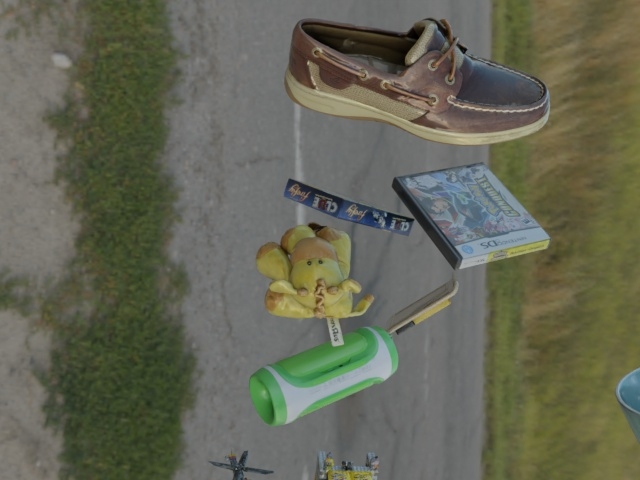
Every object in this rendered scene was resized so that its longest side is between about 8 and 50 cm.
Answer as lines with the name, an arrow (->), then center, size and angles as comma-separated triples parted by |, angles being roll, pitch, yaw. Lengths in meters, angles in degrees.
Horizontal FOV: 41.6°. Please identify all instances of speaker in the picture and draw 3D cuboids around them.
speaker -> 0.010, 0.271, 1.714 | 0.297, 0.131, 0.131 | -18, 117, -28

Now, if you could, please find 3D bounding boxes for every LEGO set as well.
LEGO set -> -0.027, 0.442, 1.317 | 0.255, 0.331, 0.192 | -81, 178, -66

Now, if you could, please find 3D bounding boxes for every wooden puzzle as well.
wooden puzzle -> 0.262, 0.176, 2.166 | 0.044, 0.239, 0.221 | 53, 9, 1

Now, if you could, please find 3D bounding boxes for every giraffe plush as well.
giraffe plush -> -0.013, 0.061, 1.340 | 0.210, 0.181, 0.170 | 60, -3, 13

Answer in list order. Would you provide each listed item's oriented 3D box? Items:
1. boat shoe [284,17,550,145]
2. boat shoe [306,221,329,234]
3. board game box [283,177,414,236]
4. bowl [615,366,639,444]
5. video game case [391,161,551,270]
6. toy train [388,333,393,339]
boat shoe -> 0.127, -0.213, 1.053 | 0.123, 0.342, 0.123 | 99, 3, -51
boat shoe -> 0.000, 0.000, 1.805 | 0.178, 0.064, 0.060 | -148, -134, -71
board game box -> 0.062, -0.068, 1.777 | 0.243, 0.165, 0.042 | 13, 98, -47
bowl -> 0.679, 0.326, 1.453 | 0.311, 0.312, 0.163 | -36, 118, -64
video game case -> 0.327, -0.061, 1.843 | 0.275, 0.248, 0.035 | 58, -32, 37
toy train -> 0.161, 0.252, 2.053 | 0.083, 0.024, 0.017 | 92, 4, -54
